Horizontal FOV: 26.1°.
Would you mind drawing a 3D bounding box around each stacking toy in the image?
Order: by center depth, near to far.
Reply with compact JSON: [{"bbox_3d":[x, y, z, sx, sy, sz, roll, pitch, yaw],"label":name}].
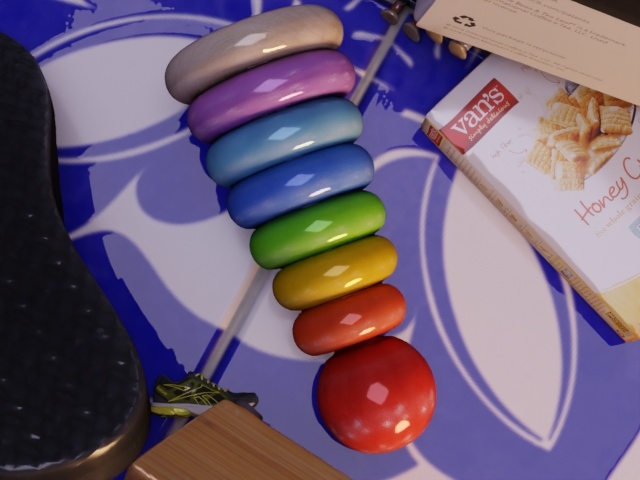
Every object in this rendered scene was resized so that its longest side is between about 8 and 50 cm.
[{"bbox_3d":[0.000,0.000,1.029,0.141,0.141,0.330,-20,87,-4],"label":"stacking toy"}]

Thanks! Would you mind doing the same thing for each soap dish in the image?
[{"bbox_3d":[-0.005,0.238,0.953,0.291,0.229,0.118,33,66,3],"label":"soap dish"}]

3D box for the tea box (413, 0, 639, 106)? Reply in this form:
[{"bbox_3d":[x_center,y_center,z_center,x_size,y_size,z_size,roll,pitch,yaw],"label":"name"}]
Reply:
[{"bbox_3d":[0.283,-0.273,0.989,0.329,0.220,0.324,20,75,-8],"label":"tea box"}]

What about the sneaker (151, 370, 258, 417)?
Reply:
[{"bbox_3d":[-0.089,0.117,1.055,0.083,0.031,0.035,-1,82,-2],"label":"sneaker"}]

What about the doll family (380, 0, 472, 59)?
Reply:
[{"bbox_3d":[0.086,-0.228,1.092,0.193,0.076,0.111,40,78,-1],"label":"doll family"}]

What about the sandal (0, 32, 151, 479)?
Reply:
[{"bbox_3d":[-0.243,0.010,0.969,0.167,0.107,0.446,-14,50,-15],"label":"sandal"}]

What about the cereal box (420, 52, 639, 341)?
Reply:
[{"bbox_3d":[0.221,-0.065,1.082,0.173,0.047,0.240,-43,86,-7],"label":"cereal box"}]
